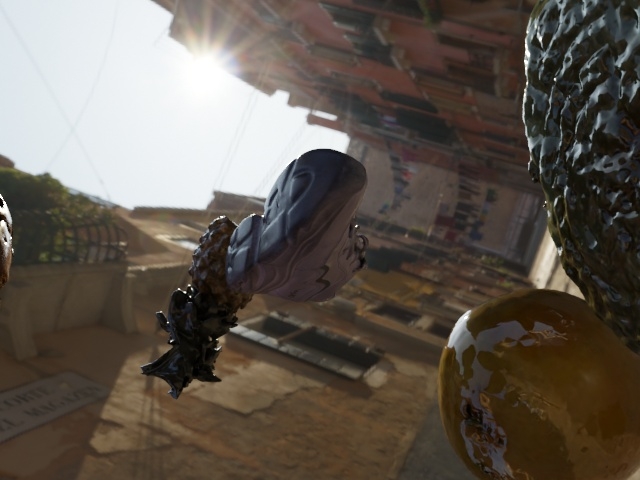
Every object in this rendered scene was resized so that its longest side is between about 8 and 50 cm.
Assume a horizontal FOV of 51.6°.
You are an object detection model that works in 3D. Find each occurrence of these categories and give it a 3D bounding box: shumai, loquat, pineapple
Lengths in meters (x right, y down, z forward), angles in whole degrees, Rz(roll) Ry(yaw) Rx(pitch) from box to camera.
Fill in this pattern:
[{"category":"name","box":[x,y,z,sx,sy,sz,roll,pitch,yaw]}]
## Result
[{"category":"shumai","box":[0.306,-0.077,0.415,0.304,0.263,0.310,-148,53,-70]},{"category":"loquat","box":[0.271,0.189,0.810,0.263,0.262,0.263,19,-90,-75]},{"category":"pineapple","box":[-0.146,0.093,0.866,0.237,0.119,0.111,-61,5,-6]}]

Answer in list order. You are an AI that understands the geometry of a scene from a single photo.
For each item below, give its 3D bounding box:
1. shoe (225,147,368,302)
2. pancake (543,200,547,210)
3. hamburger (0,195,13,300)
[{"category":"shoe","box":[0.000,0.000,0.676,0.245,0.137,0.095,-42,42,52]},{"category":"pancake","box":[0.611,-0.107,1.437,0.244,0.265,0.057,-79,-30,-75]},{"category":"hamburger","box":[-0.392,0.007,0.524,0.211,0.260,0.245,-46,-35,1]}]
